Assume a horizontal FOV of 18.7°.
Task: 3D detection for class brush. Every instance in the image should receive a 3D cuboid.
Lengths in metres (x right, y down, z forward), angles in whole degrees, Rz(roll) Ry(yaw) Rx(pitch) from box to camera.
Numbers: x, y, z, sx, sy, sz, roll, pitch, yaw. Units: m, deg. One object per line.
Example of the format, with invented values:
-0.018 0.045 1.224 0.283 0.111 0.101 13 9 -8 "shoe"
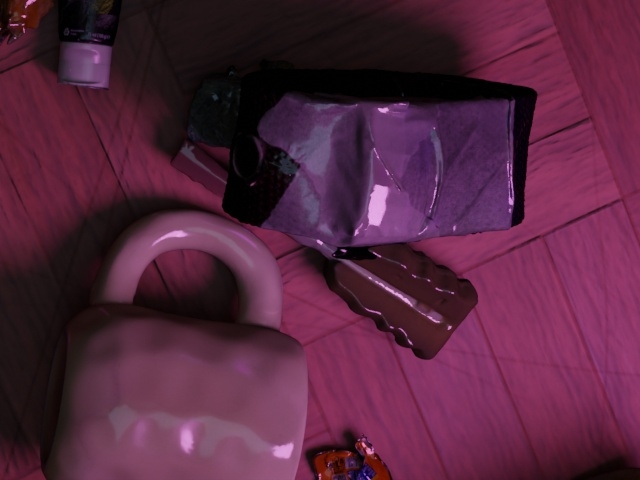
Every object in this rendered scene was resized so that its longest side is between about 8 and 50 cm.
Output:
0.000 0.000 1.714 0.301 0.071 0.084 33 96 -13 "brush"

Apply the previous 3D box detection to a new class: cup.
-0.120 0.108 1.655 0.202 0.173 0.255 10 98 -14 "cup"

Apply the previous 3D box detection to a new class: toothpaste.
-0.195 -0.227 1.654 0.071 0.045 0.193 7 92 -12 "toothpaste"

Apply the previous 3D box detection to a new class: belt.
0.051 -0.061 1.627 0.289 0.184 0.164 -4 107 -41 "belt"

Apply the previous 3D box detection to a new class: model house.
-0.069 -0.119 1.691 0.083 0.066 0.078 9 109 6 "model house"

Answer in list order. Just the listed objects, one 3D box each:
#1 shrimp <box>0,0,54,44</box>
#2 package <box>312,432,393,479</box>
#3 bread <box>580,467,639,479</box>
-0.278 -0.251 1.636 0.132 0.051 0.187 1 95 10 "shrimp"
0.042 0.231 1.778 0.077 0.033 0.110 -28 103 -3 "package"
0.249 0.279 1.725 0.236 0.236 0.070 -24 104 -6 "bread"
